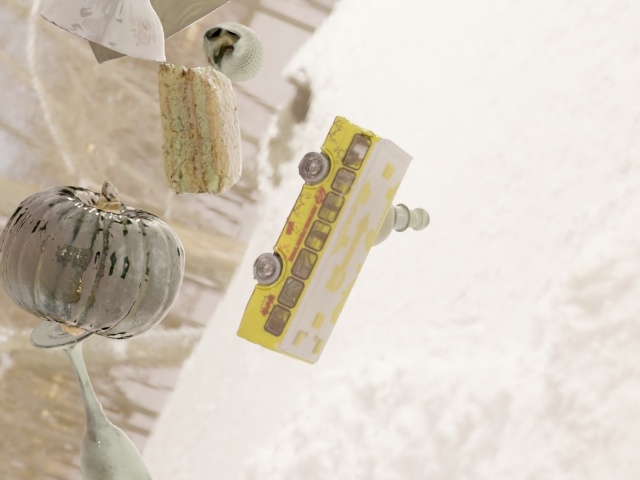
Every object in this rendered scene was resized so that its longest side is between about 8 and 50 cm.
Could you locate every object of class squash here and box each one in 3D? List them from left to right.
[{"bbox_3d":[-0.265,0.024,1.460,0.173,0.218,0.218,-67,9,-15],"label":"squash"}]

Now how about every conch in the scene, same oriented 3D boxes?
[{"bbox_3d":[-0.102,-0.232,1.501,0.057,0.076,0.085,-58,-10,-39],"label":"conch"}]

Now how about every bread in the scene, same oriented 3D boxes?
[{"bbox_3d":[-0.178,-0.168,1.870,0.138,0.102,0.196,-40,-54,-79],"label":"bread"}]

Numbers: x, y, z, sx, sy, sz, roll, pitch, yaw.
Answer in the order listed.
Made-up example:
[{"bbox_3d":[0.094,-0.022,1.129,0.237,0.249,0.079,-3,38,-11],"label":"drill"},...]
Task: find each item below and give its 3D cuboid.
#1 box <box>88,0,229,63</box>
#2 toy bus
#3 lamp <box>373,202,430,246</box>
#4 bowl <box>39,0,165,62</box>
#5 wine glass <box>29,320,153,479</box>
[{"bbox_3d":[-0.306,-0.439,2.240,0.148,0.155,0.231,-8,23,41],"label":"box"},{"bbox_3d":[0.000,0.000,1.170,0.081,0.074,0.226,32,-96,-57],"label":"toy bus"},{"bbox_3d":[0.096,-0.032,1.835,0.091,0.163,0.091,-6,82,51],"label":"lamp"},{"bbox_3d":[-0.295,-0.326,1.783,0.189,0.189,0.086,-110,41,-76],"label":"bowl"},{"bbox_3d":[-0.248,0.269,1.546,0.264,0.096,0.310,32,139,61],"label":"wine glass"}]
